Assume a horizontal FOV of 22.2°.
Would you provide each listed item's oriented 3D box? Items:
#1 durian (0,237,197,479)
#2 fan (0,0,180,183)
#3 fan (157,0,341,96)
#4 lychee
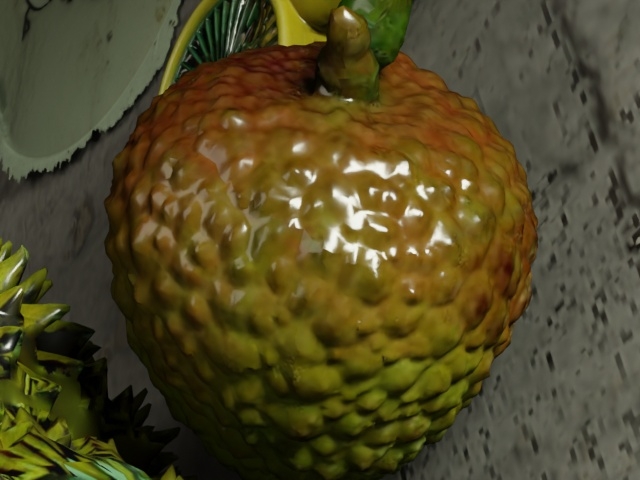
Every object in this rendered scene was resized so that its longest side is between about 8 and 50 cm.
[{"bbox_3d":[-0.120,0.125,0.426,0.224,0.291,0.291,-44,36,1],"label":"durian"},{"bbox_3d":[-0.156,-0.129,0.814,0.415,0.012,0.233,-15,65,53],"label":"fan"},{"bbox_3d":[-0.001,-0.070,0.517,0.155,0.039,0.082,-55,37,29],"label":"fan"},{"bbox_3d":[0.000,0.000,0.422,0.114,0.114,0.146,-122,34,-50],"label":"lychee"}]
